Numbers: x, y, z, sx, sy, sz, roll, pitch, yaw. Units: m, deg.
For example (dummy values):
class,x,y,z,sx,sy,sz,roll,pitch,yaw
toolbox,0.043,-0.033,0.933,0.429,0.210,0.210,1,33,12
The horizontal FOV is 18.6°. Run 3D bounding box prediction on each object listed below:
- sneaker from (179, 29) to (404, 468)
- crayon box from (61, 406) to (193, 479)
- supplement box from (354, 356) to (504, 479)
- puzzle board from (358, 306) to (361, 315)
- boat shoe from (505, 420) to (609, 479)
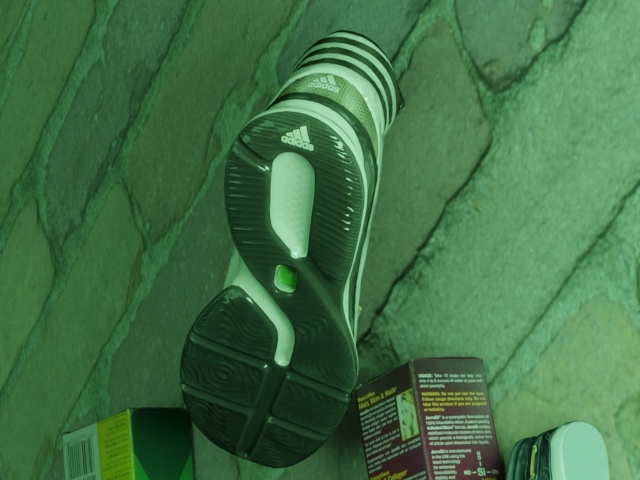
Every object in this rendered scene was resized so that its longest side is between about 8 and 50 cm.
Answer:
class,x,y,z,sx,sy,sz,roll,pitch,yaw
sneaker,0.001,0.000,1.850,0.257,0.169,0.447,-60,-12,-48
crayon box,-0.218,0.365,2.249,0.202,0.081,0.318,-24,67,57
supplement box,0.101,0.206,1.724,0.104,0.081,0.188,-34,59,54
puzzle board,-0.016,0.065,1.961,0.128,0.011,0.096,43,131,28
boat shoe,0.196,0.243,1.586,0.083,0.065,0.183,-27,58,57
